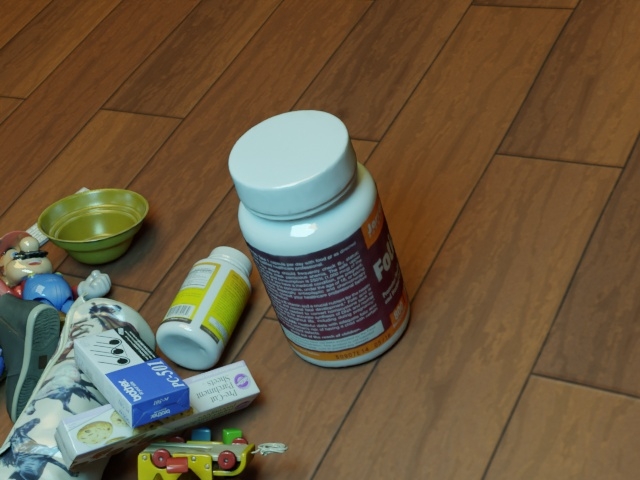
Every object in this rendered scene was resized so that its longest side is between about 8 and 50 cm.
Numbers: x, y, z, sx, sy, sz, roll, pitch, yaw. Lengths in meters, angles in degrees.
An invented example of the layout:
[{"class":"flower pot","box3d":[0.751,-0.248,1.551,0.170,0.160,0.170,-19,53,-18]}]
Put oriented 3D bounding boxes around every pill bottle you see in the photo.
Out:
[{"class":"pill bottle","box3d":[0.000,0.000,1.774,0.224,0.392,0.224,-11,42,10]},{"class":"pill bottle","box3d":[-0.195,0.113,1.936,0.117,0.117,0.215,3,45,24]}]

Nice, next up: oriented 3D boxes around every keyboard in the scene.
[{"class":"keyboard","box3d":[-0.576,-0.027,2.319,0.072,0.014,0.256,26,57,40]}]

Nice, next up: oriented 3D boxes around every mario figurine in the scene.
[{"class":"mario figurine","box3d":[-0.522,0.070,2.059,0.170,0.198,0.320,-49,51,-6]}]

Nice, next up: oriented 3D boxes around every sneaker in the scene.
[{"class":"sneaker","box3d":[-0.520,0.205,1.921,0.118,0.222,0.083,16,7,36]}]

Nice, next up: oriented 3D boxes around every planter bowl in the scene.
[{"class":"planter bowl","box3d":[-0.440,-0.015,2.178,0.217,0.090,0.217,-4,30,3]}]

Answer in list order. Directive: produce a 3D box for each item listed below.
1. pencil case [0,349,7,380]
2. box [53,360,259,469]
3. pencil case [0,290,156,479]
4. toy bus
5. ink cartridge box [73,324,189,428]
[{"class":"pencil case","box3d":[-0.643,0.274,1.929,0.133,0.119,0.306,-7,38,43]},{"class":"box","box3d":[-0.251,0.268,1.719,0.324,0.063,0.067,-14,65,-33]},{"class":"pencil case","box3d":[-0.407,0.279,1.783,0.160,0.183,0.410,-25,32,38]},{"class":"toy bus","box3d":[-0.175,0.356,1.668,0.191,0.104,0.202,-3,4,-36]},{"class":"ink cartridge box","box3d":[-0.292,0.205,1.694,0.097,0.046,0.207,-14,32,-32]}]
